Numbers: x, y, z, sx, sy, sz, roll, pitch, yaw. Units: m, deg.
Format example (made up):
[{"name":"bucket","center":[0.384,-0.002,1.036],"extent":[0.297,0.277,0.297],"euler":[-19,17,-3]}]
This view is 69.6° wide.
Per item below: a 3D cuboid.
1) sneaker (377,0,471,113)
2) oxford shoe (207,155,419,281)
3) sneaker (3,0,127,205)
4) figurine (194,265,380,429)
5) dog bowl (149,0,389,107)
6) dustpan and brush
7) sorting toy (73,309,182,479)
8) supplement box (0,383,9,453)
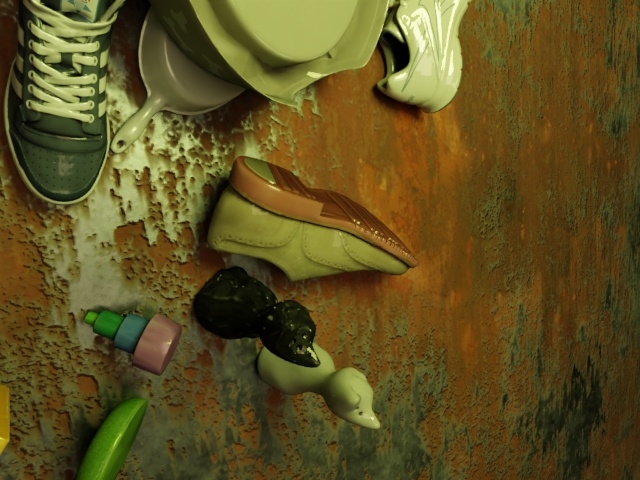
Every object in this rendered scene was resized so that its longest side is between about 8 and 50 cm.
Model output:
[{"name":"sneaker","center":[0.157,-0.356,0.711],"extent":[0.129,0.111,0.297],"euler":[1,94,-28]},{"name":"oxford shoe","center":[0.000,0.000,0.660],"extent":[0.348,0.123,0.130],"euler":[22,109,-35]},{"name":"sneaker","center":[-0.237,-0.173,0.433],"extent":[0.099,0.153,0.282],"euler":[4,93,-34]},{"name":"figurine","center":[-0.035,0.139,0.572],"extent":[0.092,0.209,0.215],"euler":[-49,119,-19]},{"name":"dog bowl","center":[-0.050,-0.329,0.505],"extent":[0.348,0.102,0.349],"euler":[-26,124,-46]},{"name":"dustpan and brush","center":[-0.172,-0.186,0.543],"extent":[0.147,0.060,0.211],"euler":[46,64,-42]},{"name":"sorting toy","center":[-0.285,0.240,0.502],"extent":[0.126,0.127,0.366],"euler":[22,79,-4]},{"name":"supplement box","center":[-0.407,0.204,0.376],"extent":[0.191,0.129,0.194],"euler":[34,76,-32]}]
